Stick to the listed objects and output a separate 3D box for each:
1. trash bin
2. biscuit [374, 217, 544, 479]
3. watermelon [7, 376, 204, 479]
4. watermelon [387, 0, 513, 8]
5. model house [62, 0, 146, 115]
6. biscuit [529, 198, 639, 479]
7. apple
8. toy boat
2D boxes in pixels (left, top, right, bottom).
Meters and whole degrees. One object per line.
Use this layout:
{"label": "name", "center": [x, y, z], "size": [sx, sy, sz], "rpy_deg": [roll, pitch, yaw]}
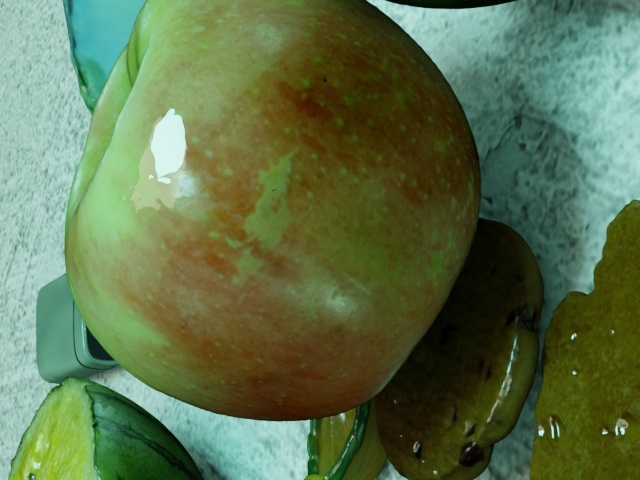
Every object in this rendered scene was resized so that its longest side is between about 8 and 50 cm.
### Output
{"label": "trash bin", "center": [-0.256, 0.089, 1.783], "size": [0.130, 0.059, 0.116], "rpy_deg": [-24, 62, 54]}
{"label": "biscuit", "center": [0.100, 0.083, 1.225], "size": [0.212, 0.036, 0.212], "rpy_deg": [-47, 33, 46]}
{"label": "watermelon", "center": [-0.191, 0.302, 1.520], "size": [0.331, 0.189, 0.330], "rpy_deg": [-50, 29, 40]}
{"label": "watermelon", "center": [0.098, -0.325, 1.079], "size": [0.363, 0.363, 0.363], "rpy_deg": [-19, 67, 55]}
{"label": "model house", "center": [-0.111, -0.157, 1.503], "size": [0.241, 0.226, 0.261], "rpy_deg": [94, 168, -60]}
{"label": "biscuit", "center": [0.212, 0.115, 1.062], "size": [0.208, 0.041, 0.290], "rpy_deg": [-20, 62, 55]}
{"label": "apple", "center": [-0.029, -0.029, 1.176], "size": [0.319, 0.277, 0.319], "rpy_deg": [-160, 90, -76]}
{"label": "toy boat", "center": [0.008, 0.109, 1.338], "size": [0.089, 0.088, 0.229], "rpy_deg": [-14, 72, 56]}
